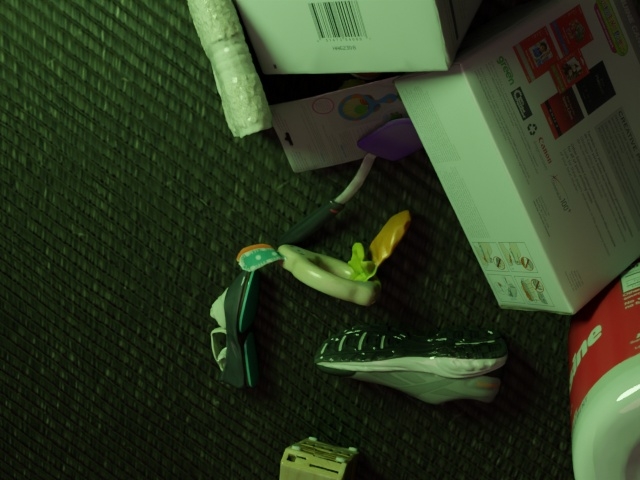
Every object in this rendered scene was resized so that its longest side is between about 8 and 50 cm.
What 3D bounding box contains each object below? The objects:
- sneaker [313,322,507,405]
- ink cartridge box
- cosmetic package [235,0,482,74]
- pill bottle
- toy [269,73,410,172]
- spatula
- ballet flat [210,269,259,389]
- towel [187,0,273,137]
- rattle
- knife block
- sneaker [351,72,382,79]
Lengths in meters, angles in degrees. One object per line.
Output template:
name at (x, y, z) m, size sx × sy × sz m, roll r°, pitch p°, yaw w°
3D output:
sneaker at (0.122, 0.182, 1.254) m, size 0.271 × 0.100 × 0.108 m, roll 2°, pitch 117°, yaw 13°
ink cartridge box at (0.278, -0.116, 1.047) m, size 0.130 × 0.272 × 0.309 m, roll 0°, pitch 120°, yaw 61°
cosmetic package at (0.056, -0.301, 0.971) m, size 0.224 × 0.225 × 0.138 m, roll 4°, pitch 135°, yaw 27°
pill bottle at (0.393, 0.148, 0.999) m, size 0.229 × 0.408 × 0.229 m, roll 5°, pitch 111°, yaw 13°
toy at (0.062, -0.166, 1.142) m, size 0.237 × 0.056 × 0.137 m, roll -9°, pitch 144°, yaw 12°
spatula at (0.037, -0.071, 1.191) m, size 0.084 × 0.030 × 0.296 m, roll 17°, pitch 133°, yaw -40°
ballet flat at (-0.128, 0.126, 1.311) m, size 0.074 × 0.074 × 0.203 m, roll 7°, pitch 115°, yaw 12°
towel at (-0.113, -0.216, 1.062) m, size 0.049 × 0.282 × 0.187 m, roll -21°, pitch 100°, yaw -4°
rattle at (0.000, 0.000, 1.203) m, size 0.199 × 0.130 × 0.143 m, roll 25°, pitch 118°, yaw 10°
knife block at (-0.016, 0.418, 1.308) m, size 0.088 × 0.276 × 0.242 m, roll 12°, pitch 84°, yaw 9°
sneaker at (0.005, -0.258, 1.120) m, size 0.175 × 0.067 × 0.064 m, roll 19°, pitch 80°, yaw 1°
